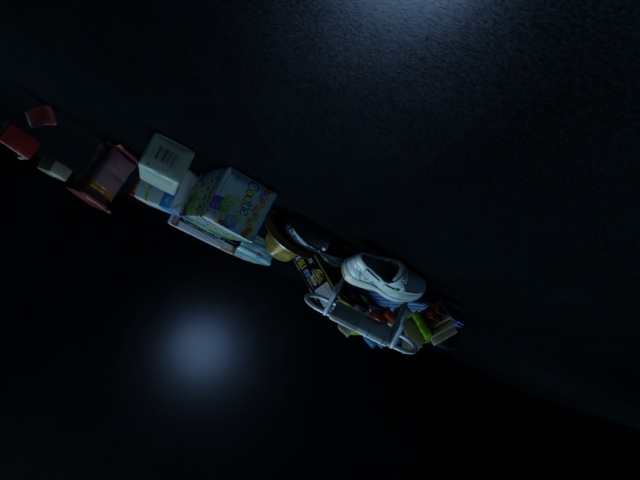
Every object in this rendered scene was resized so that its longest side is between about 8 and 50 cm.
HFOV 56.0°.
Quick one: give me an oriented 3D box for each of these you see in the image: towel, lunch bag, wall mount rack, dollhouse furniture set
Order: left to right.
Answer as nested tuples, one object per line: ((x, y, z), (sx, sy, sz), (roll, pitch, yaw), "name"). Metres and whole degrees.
((-0.755, -0.268, 1.832), (0.152, 0.201, 0.374), (17, 161, 46), "dollhouse furniture set")
((-0.316, 0.006, 2.460), (0.279, 0.107, 0.224), (28, 166, -25), "lunch bag")
((0.143, 0.175, 1.718), (0.350, 0.130, 0.304), (26, -163, 5), "wall mount rack")
((0.298, 0.215, 2.017), (0.336, 0.040, 0.243), (30, 159, -35), "towel")

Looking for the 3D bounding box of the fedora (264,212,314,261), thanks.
((-0.105, 0.005, 1.729), (0.194, 0.079, 0.194), (38, -162, -15), "fedora")

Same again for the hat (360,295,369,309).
((0.134, 0.234, 2.283), (0.173, 0.183, 0.208), (26, 171, 0), "hat")

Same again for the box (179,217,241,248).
((-0.293, -0.081, 1.750), (0.180, 0.147, 0.077), (30, 170, -22), "box")

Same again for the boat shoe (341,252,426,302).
((0.190, 0.095, 1.606), (0.277, 0.098, 0.096), (15, 143, -32), "boat shoe")

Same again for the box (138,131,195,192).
((-0.405, -0.194, 1.575), (0.113, 0.094, 0.275), (28, 171, -15), "box")

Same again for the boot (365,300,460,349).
((0.358, 0.323, 2.410), (0.445, 0.146, 0.367), (9, 171, 37), "boot")

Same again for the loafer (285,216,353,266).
((0.000, 0.000, 1.679), (0.223, 0.076, 0.078), (35, 149, -28), "loafer")

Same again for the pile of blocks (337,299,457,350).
((0.230, 0.260, 1.822), (0.362, 0.149, 0.112), (-6, 155, 6), "pile of blocks")

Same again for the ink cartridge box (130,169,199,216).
((-0.480, -0.166, 1.815), (0.231, 0.134, 0.078), (19, 170, 33), "ink cartridge box")

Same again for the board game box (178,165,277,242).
((-0.248, -0.092, 1.569), (0.142, 0.144, 0.275), (30, 170, -24), "board game box")

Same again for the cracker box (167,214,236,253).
((-0.351, -0.072, 1.938), (0.232, 0.155, 0.067), (27, 172, -5), "cracker box")

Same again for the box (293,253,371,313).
((0.039, 0.147, 1.976), (0.257, 0.079, 0.322), (57, -170, 30), "box")
